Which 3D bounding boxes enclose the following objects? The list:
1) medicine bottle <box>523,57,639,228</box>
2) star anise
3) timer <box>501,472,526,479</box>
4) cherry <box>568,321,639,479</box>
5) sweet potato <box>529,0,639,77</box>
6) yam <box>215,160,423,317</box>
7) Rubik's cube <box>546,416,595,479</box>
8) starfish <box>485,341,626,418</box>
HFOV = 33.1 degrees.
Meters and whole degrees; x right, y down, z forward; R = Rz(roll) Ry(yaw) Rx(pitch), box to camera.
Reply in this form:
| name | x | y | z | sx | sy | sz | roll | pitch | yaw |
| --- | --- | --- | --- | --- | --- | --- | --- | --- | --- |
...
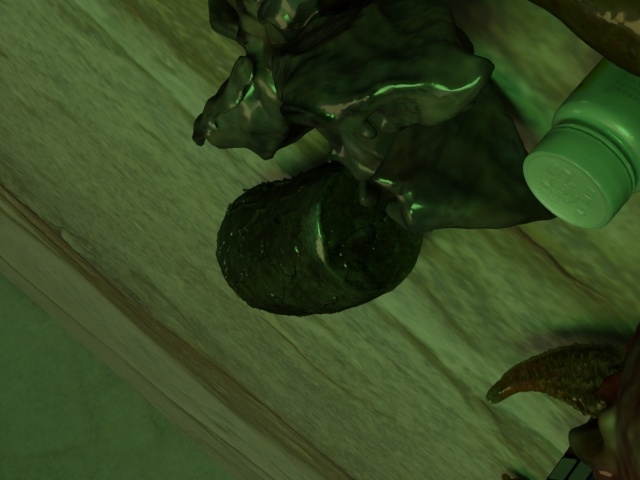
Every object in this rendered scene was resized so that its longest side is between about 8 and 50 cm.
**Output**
| name | x | y | z | sx | sy | sz | roll | pitch | yaw |
| --- | --- | --- | --- | --- | --- | --- | --- | --- | --- |
| medicine bottle | 0.120 | -0.047 | 0.424 | 0.047 | 0.083 | 0.047 | 38 | 159 | 17 |
| star anise | 0.005 | -0.080 | 0.540 | 0.257 | 0.110 | 0.198 | 32 | 160 | 44 |
| timer | 0.200 | 0.286 | 0.982 | 0.152 | 0.132 | 0.132 | 67 | 160 | 1 |
| cherry | 0.218 | 0.077 | 0.365 | 0.192 | 0.175 | 0.249 | 42 | 162 | -30 |
| sweet potato | 0.165 | -0.057 | 0.353 | 0.274 | 0.067 | 0.067 | 27 | 157 | 23 |
| yam | 0.000 | 0.000 | 0.739 | 0.107 | 0.107 | 0.183 | 46 | 160 | -11 |
| Rubik's cube | 0.213 | 0.174 | 0.707 | 0.092 | 0.092 | 0.092 | 46 | 161 | -11 |
| starfish | 0.182 | 0.123 | 0.604 | 0.050 | 0.138 | 0.247 | 10 | 165 | -25 |
